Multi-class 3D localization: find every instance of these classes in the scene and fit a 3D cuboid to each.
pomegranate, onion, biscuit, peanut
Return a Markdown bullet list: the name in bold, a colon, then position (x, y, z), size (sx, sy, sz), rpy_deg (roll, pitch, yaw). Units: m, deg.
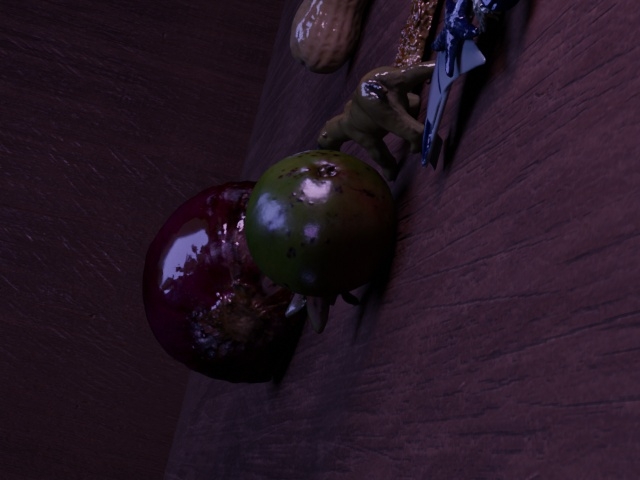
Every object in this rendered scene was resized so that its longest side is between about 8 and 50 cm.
- **pomegranate**: position (0.001, 0.004, 1.559), size (0.181, 0.181, 0.224), rpy_deg (-85, -7, -48)
- **onion**: position (-0.148, 0.049, 2.105), size (0.282, 0.260, 0.337), rpy_deg (-79, 8, -58)
- **biscuit**: position (0.120, -0.269, 1.661), size (0.126, 0.025, 0.206), rpy_deg (129, 158, -76)
- **peanut**: position (0.027, -0.405, 2.228), size (0.123, 0.123, 0.257), rpy_deg (-110, 39, -75)

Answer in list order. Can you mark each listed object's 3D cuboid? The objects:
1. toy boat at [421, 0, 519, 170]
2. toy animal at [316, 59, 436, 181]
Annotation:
- **toy boat**: position (0.148, -0.207, 1.304), size (0.210, 0.070, 0.292), rpy_deg (-109, 31, -83)
- **toy animal**: position (0.066, -0.146, 1.570), size (0.219, 0.101, 0.103), rpy_deg (134, 149, -71)
